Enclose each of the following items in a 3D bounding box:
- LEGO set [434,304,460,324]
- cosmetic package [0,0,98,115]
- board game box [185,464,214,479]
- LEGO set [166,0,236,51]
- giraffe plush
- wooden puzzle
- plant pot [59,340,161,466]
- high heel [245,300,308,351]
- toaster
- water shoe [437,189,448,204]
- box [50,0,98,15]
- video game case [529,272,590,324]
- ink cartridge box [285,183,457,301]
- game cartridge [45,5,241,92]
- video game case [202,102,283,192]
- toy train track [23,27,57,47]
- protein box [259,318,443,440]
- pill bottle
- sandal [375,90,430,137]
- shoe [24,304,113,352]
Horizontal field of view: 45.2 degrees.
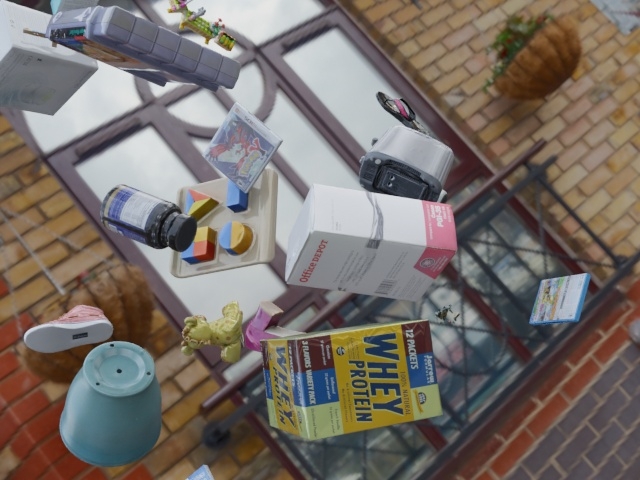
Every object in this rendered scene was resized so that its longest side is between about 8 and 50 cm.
[{"bbox_3d":[0.303,0.180,1.870,0.054,0.023,0.083,-49,-45,0],"label":"LEGO set"},{"bbox_3d":[-0.693,-0.424,1.830,0.224,0.138,0.225,-31,-21,35],"label":"cosmetic package"},{"bbox_3d":[-0.302,0.626,1.922,0.090,0.090,0.020,-42,-33,9],"label":"board game box"},{"bbox_3d":[-0.303,-0.600,1.943,0.107,0.287,0.132,-15,27,42],"label":"LEGO set"},{"bbox_3d":[-0.319,0.271,2.237,0.171,0.181,0.210,1,2,-13],"label":"giraffe plush"},{"bbox_3d":[-0.306,-0.062,2.354,0.348,0.322,0.080,-9,-26,21],"label":"wooden puzzle"},{"bbox_3d":[-0.547,0.414,2.045,0.272,0.272,0.255,-32,-30,-44],"label":"plant pot"},{"bbox_3d":[-0.065,0.237,1.579,0.082,0.244,0.117,-15,-46,-52],"label":"high heel"},{"bbox_3d":[0.209,-0.164,1.761,0.129,0.227,0.146,105,-168,-50],"label":"toaster"},{"bbox_3d":[0.283,-0.076,2.182,0.073,0.080,0.203,-19,-33,-57],"label":"water shoe"},{"bbox_3d":[-0.634,-0.684,2.040,0.101,0.060,0.244,-3,-25,-36],"label":"box"},{"bbox_3d":[0.571,0.143,1.839,0.166,0.015,0.119,-21,46,66],"label":"video game case"},{"bbox_3d":[0.091,0.008,1.488,0.283,0.117,0.207,9,-34,-13],"label":"ink cartridge box"},{"bbox_3d":[-0.312,-0.317,1.284,0.230,0.355,0.068,13,-86,-34],"label":"game cartridge"},{"bbox_3d":[-0.232,-0.272,2.267,0.201,0.183,0.023,-54,-11,23],"label":"video game case"},{"bbox_3d":[-0.541,-0.407,1.514,0.083,0.014,0.048,9,-37,-17],"label":"toy train track"},{"bbox_3d":[0.037,0.197,1.118,0.200,0.135,0.201,-6,-6,-19],"label":"protein box"},{"bbox_3d":[-0.419,-0.050,1.888,0.122,0.219,0.122,-55,-23,-37],"label":"pill bottle"},{"bbox_3d":[0.217,-0.326,1.959,0.067,0.179,0.040,-33,-18,-53],"label":"sandal"},{"bbox_3d":[-0.534,0.184,1.614,0.178,0.081,0.063,-6,-65,-29],"label":"shoe"}]
